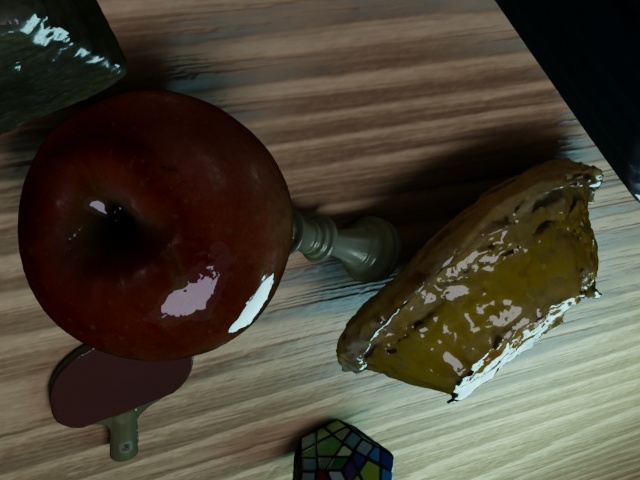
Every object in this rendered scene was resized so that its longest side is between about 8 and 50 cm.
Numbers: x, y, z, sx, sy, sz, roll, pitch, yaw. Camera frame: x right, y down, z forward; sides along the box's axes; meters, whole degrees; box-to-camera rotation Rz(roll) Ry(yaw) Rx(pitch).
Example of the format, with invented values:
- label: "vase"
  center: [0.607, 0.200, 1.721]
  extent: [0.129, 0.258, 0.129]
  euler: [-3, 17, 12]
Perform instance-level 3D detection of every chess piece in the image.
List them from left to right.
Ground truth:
- label: "chess piece"
  center: [0.000, 0.000, 1.208]
  extent: [0.149, 0.059, 0.059]
  euler: [10, 136, -44]

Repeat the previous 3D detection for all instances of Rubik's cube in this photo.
- label: "Rubik's cube"
  center: [0.025, 0.274, 1.666]
  extent: [0.112, 0.133, 0.133]
  euler: [-56, 151, 0]

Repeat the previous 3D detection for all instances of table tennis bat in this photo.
- label: "table tennis bat"
  center: [-0.185, 0.145, 1.335]
  extent: [0.138, 0.022, 0.246]
  euler: [-18, 151, -18]

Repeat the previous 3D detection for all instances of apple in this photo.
- label: "apple"
  center: [-0.106, -0.011, 0.951]
  extent: [0.181, 0.181, 0.168]
  euler: [-38, 177, 20]

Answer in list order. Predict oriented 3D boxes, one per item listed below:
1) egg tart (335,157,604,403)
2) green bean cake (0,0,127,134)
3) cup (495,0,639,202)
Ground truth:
- label: "egg tart"
  center: [0.155, 0.052, 1.321]
  extent: [0.315, 0.120, 0.315]
  euler: [-34, 165, -11]
- label: "green bean cake"
  center: [-0.213, -0.095, 0.731]
  extent: [0.185, 0.094, 0.183]
  euler: [-28, 174, 7]
- label: "cup"
  center: [0.219, -0.193, 0.784]
  extent: [0.308, 0.292, 0.242]
  euler: [-8, 148, -33]
